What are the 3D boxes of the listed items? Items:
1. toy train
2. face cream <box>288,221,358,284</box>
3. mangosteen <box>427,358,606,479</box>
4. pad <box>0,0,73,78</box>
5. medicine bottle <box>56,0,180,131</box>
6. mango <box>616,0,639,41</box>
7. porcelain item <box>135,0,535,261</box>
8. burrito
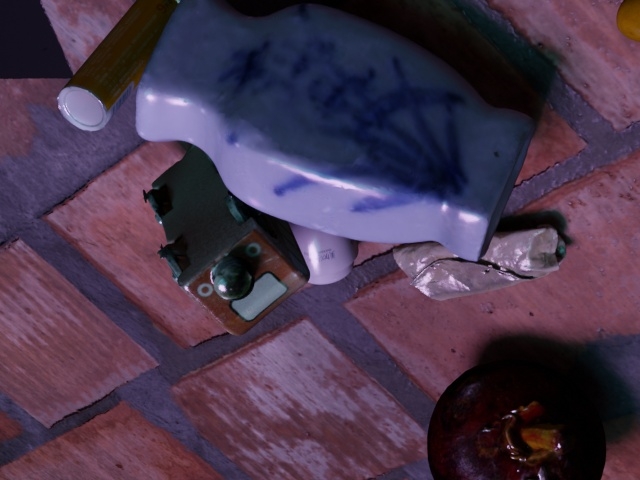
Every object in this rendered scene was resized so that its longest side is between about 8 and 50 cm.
[{"bbox_3d":[-0.111,-0.005,1.696,0.129,0.326,0.159,-42,119,8],"label":"toy train"},{"bbox_3d":[0.000,0.000,1.797,0.091,0.091,0.095,7,127,26],"label":"face cream"},{"bbox_3d":[0.252,0.259,1.782,0.236,0.235,0.261,30,161,1],"label":"mangosteen"},{"bbox_3d":[-0.456,-0.277,1.851,0.265,0.009,0.159,4,133,26],"label":"pad"},{"bbox_3d":[-0.217,-0.214,1.607,0.074,0.218,0.074,16,137,15],"label":"medicine bottle"},{"bbox_3d":[0.347,-0.217,1.386,0.114,0.060,0.080,8,132,30],"label":"mango"},{"bbox_3d":[0.017,-0.126,1.549,0.405,0.242,0.178,23,165,9],"label":"porcelain item"},{"bbox_3d":[0.196,0.025,1.726,0.226,0.060,0.087,-13,119,41],"label":"burrito"}]
